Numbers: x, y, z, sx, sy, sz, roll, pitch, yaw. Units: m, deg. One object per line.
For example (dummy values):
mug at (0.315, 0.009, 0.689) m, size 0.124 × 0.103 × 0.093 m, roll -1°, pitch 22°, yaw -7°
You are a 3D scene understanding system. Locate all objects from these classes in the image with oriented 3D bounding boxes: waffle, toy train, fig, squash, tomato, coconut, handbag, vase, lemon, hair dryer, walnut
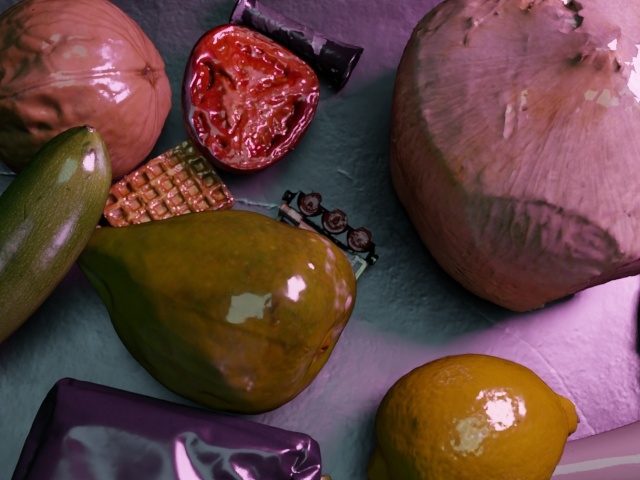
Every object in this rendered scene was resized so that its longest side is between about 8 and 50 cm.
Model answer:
waffle at (-0.187, -0.046, 1.202) m, size 0.148 × 0.042 × 0.102 m, roll -33°, pitch 81°, yaw -13°
toy train at (0.000, 0.000, 1.210) m, size 0.138 × 0.050 × 0.087 m, roll 36°, pitch 78°, yaw 4°
fig at (-0.123, 0.073, 1.119) m, size 0.314 × 0.233 × 0.233 m, roll 5°, pitch 72°, yaw 28°
squash at (-0.345, 0.042, 1.072) m, size 0.107 × 0.107 × 0.395 m, roll 45°, pitch 104°, yaw 6°
tomato at (-0.097, -0.159, 1.221) m, size 0.166 × 0.082 × 0.174 m, roll 29°, pitch 70°, yaw -3°
coconut at (0.266, -0.137, 1.114) m, size 0.404 × 0.404 × 0.405 m, roll 2°, pitch 76°, yaw -6°
handbag at (-0.170, 0.308, 1.041) m, size 0.301 × 0.178 × 0.275 m, roll 14°, pitch 62°, yaw 3°
vase at (-0.032, -0.255, 1.266) m, size 0.167 × 0.059 × 0.059 m, roll 29°, pitch 74°, yaw 2°
lemon at (0.167, 0.214, 1.108) m, size 0.248 × 0.184 × 0.184 m, roll -17°, pitch 78°, yaw -7°
hair dryer at (0.365, 0.195, 1.193) m, size 0.295 × 0.119 × 0.298 m, roll -26°, pitch 64°, yaw -8°
walnut at (-0.287, -0.166, 1.140) m, size 0.228 × 0.228 × 0.228 m, roll 2°, pitch 76°, yaw -6°

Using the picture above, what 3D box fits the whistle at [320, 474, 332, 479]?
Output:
whistle at (0.046, 0.347, 1.113) m, size 0.104 × 0.057 × 0.198 m, roll -13°, pitch 65°, yaw -43°
